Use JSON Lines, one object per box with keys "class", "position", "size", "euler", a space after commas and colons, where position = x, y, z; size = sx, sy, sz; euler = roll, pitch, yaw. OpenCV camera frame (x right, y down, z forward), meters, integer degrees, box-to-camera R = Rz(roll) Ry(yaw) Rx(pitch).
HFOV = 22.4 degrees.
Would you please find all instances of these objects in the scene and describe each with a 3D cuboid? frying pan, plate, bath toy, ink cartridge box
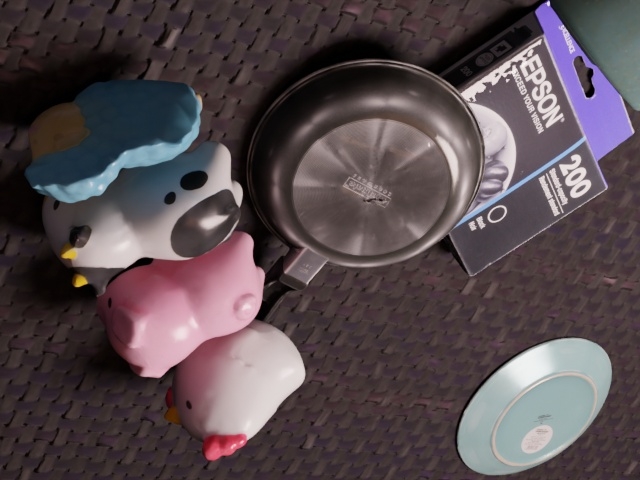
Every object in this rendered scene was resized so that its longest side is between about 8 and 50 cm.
{"class": "frying pan", "position": [-0.015, -0.021, 1.332], "size": [0.326, 0.053, 0.197], "euler": [-32, 120, 13]}
{"class": "plate", "position": [0.229, 0.181, 1.686], "size": [0.188, 0.024, 0.188], "euler": [-18, 133, -20]}
{"class": "bath toy", "position": [-0.118, 0.042, 1.269], "size": [0.151, 0.129, 0.348], "euler": [-3, 134, 20]}
{"class": "ink cartridge box", "position": [0.176, -0.093, 1.408], "size": [0.208, 0.045, 0.206], "euler": [-35, 135, -3]}

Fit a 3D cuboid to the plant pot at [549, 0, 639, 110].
{"class": "plant pot", "position": [0.331, -0.261, 1.159], "size": [0.334, 0.341, 0.341], "euler": [-34, 139, 24]}
